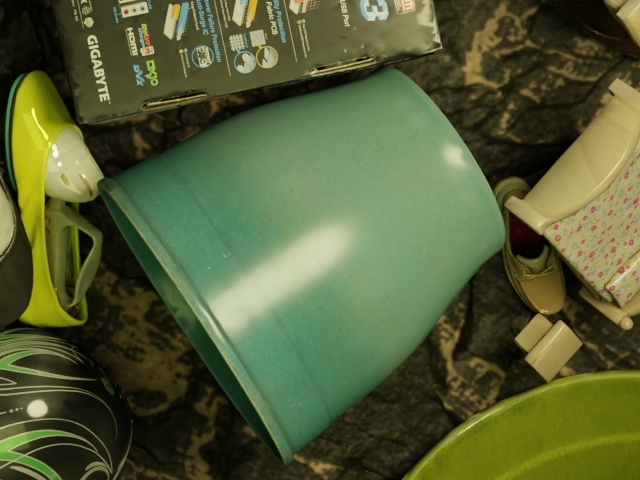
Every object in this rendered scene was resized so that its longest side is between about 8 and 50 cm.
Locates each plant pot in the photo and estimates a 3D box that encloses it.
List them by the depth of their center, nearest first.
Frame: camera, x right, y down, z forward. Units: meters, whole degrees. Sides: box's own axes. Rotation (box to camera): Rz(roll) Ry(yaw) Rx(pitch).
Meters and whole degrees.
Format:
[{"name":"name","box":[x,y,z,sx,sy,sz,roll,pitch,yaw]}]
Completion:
[{"name":"plant pot","box":[0.000,0.000,1.409,0.255,0.271,0.272,-33,110,-8]},{"name":"plant pot","box":[0.274,0.368,1.537,0.366,0.366,0.353,-22,122,3]}]

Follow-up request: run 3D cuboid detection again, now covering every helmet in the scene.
[{"name":"helmet","box":[-0.261,0.155,1.483,0.169,0.169,0.161,-44,124,10]}]

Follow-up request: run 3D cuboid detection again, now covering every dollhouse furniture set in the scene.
[{"name":"dollhouse furniture set","box":[0.280,-0.040,1.367,0.355,0.174,0.303,-49,143,0]}]

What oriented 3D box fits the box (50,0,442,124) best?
[{"name":"box","box":[-0.076,-0.260,1.358,0.293,0.073,0.296,-13,95,-2]}]

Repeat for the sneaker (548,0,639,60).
[{"name":"sneaker","box":[0.221,-0.257,1.411,0.290,0.106,0.123,37,75,-29]}]

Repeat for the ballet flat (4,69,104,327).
[{"name":"ballet flat","box":[-0.218,-0.029,1.459,0.077,0.077,0.231,15,116,21]}]

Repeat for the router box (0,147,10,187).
[{"name":"router box","box":[-0.316,-0.027,1.474,0.092,0.038,0.122,13,108,-11]}]

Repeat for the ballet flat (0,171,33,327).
[{"name":"ballet flat","box":[-0.304,-0.061,1.387,0.095,0.096,0.280,-22,92,-14]}]

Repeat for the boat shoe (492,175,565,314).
[{"name":"boat shoe","box":[0.184,0.011,1.534,0.050,0.045,0.135,-23,111,3]}]
